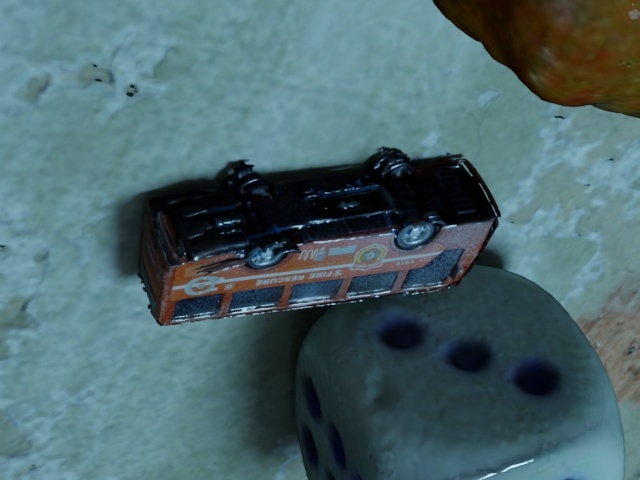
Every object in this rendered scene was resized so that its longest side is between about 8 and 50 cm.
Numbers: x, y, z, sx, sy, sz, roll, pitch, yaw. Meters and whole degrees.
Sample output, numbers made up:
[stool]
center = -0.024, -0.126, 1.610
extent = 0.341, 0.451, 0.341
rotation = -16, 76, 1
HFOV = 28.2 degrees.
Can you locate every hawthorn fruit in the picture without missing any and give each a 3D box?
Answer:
[hawthorn fruit]
center = 0.175, -0.194, 0.645
extent = 0.211, 0.210, 0.262
rotation = 5, 117, -32

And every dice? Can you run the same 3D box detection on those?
[dice]
center = 0.096, 0.144, 0.933
extent = 0.192, 0.193, 0.194
rotation = -13, 138, -15

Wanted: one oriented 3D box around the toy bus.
[toy bus]
center = 0.000, 0.000, 0.836
extent = 0.235, 0.073, 0.096
rotation = -6, 143, -23
